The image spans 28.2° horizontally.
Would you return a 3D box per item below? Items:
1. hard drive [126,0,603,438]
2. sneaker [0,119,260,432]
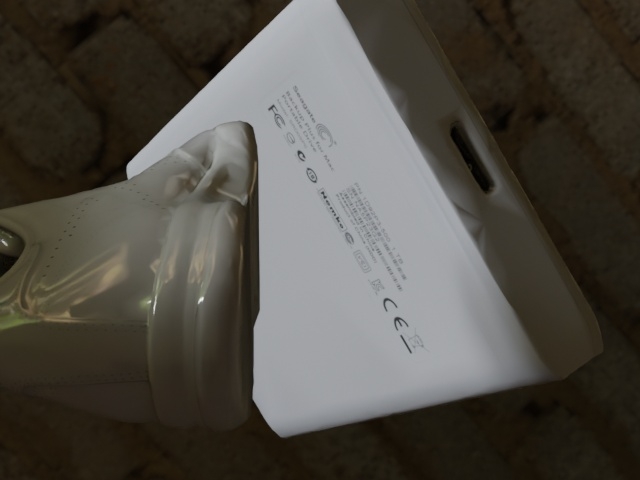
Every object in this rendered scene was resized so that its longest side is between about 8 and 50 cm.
[{"bbox_3d":[0.000,0.000,0.678,0.203,0.040,0.307,60,153,-1],"label":"hard drive"},{"bbox_3d":[-0.067,0.004,0.419,0.212,0.094,0.080,-96,5,-81],"label":"sneaker"}]
